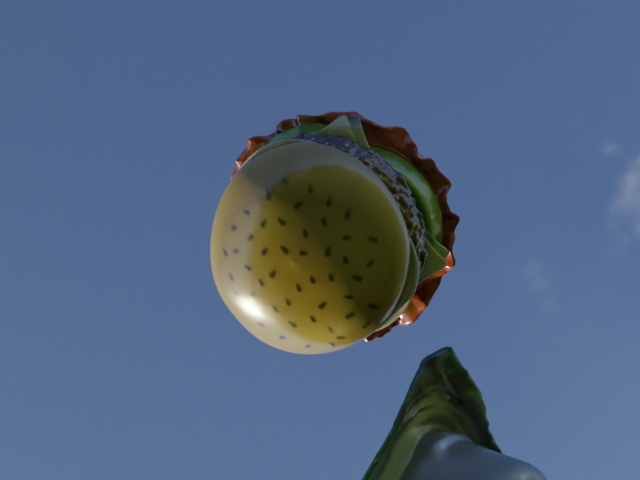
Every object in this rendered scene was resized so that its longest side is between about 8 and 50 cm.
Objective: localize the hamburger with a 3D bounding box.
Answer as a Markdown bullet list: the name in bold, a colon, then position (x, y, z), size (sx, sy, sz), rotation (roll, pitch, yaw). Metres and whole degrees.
- **hamburger**: position (0.003, -0.001, 1.139), size (0.175, 0.137, 0.175), rotation (5, -74, 16)

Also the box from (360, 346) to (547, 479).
- **box**: position (0.101, 0.288, 1.229), size (0.264, 0.106, 0.337), rotation (58, -133, -34)
